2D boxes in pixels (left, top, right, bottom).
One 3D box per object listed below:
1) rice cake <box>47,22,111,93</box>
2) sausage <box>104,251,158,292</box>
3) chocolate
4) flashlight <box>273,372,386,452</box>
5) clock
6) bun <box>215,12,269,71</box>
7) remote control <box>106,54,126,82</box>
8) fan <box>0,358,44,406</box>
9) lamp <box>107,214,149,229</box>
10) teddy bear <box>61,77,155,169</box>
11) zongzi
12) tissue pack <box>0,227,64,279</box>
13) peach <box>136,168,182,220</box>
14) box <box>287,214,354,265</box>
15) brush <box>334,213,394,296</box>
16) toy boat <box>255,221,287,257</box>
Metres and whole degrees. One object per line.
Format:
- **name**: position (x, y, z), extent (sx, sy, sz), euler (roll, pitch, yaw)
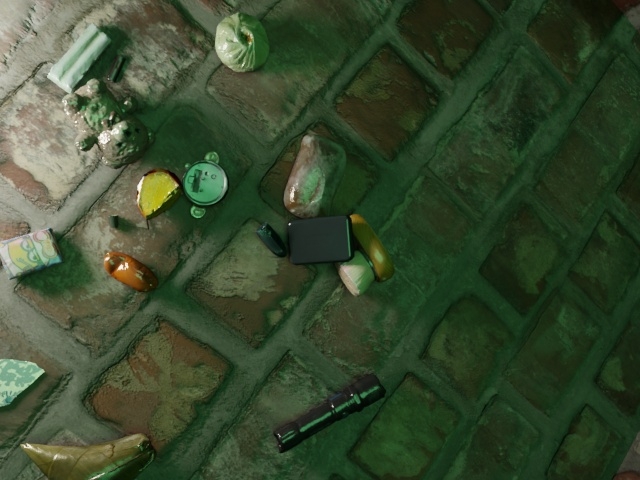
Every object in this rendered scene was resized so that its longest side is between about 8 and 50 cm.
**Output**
- **rice cake**: position (-0.745, -0.568, 1.673), extent (0.085, 0.040, 0.226), euler (36, 77, -14)
- **sausage**: position (-0.594, 0.100, 1.683), extent (0.179, 0.089, 0.089), euler (37, 77, -11)
- **chocolate**: position (-0.010, -0.223, 1.893), extent (0.185, 0.100, 0.303), euler (20, 78, -14)
- **flashlight**: position (0.032, 0.600, 1.870), extent (0.424, 0.103, 0.103), euler (-25, 96, -19)
- **clock**: position (-0.382, -0.187, 1.774), extent (0.156, 0.063, 0.229), euler (18, 81, -19)
- **bun**: position (-0.260, -0.672, 1.809), extent (0.195, 0.118, 0.195), euler (2, 84, -17)
- **remote control**: position (-0.654, -0.550, 1.718), extent (0.034, 0.016, 0.091), euler (23, 81, -22)
- **fan**: position (-0.942, 0.422, 1.580), extent (0.240, 0.009, 0.131), euler (-25, 96, -18)
- **lamp**: position (-0.609, -0.056, 1.706), extent (0.121, 0.041, 0.054), euler (-5, 97, -17)
- **teddy bear**: position (-0.650, -0.353, 1.642), extent (0.267, 0.151, 0.236), euler (48, 68, -7)
- **zongzi**: position (-0.679, 0.626, 1.602), extent (0.274, 0.145, 0.300), euler (-41, 94, -20)
- **tissue pack**: position (-0.860, 0.037, 1.595), extent (0.155, 0.065, 0.115), euler (-20, 95, -18)
- **peach**: position (-0.514, -0.145, 1.709), extent (0.127, 0.092, 0.172), euler (21, 87, -5)
- **box**: position (0.000, 0.000, 1.841), extent (0.230, 0.050, 0.160), euler (-5, 89, 21)
- **brush**: position (0.131, 0.050, 1.898), extent (0.166, 0.174, 0.266), euler (-28, 89, -9)
- **toy boat**: position (-0.162, 0.005, 1.848), extent (0.055, 0.060, 0.141), euler (-44, 109, -16)
